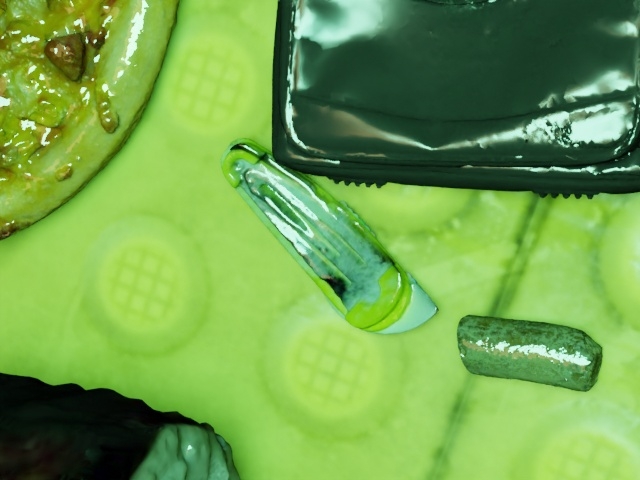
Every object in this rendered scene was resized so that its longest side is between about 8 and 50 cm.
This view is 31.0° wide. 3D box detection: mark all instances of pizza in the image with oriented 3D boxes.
[{"bbox_3d":[-0.241,-0.131,0.862,0.226,0.086,0.335,47,107,8],"label":"pizza"}]

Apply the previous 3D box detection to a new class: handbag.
[{"bbox_3d":[0.099,-0.153,0.755,0.275,0.088,0.244,4,91,19],"label":"handbag"}]

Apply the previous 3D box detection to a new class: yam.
[{"bbox_3d":[0.140,0.075,0.775,0.094,0.043,0.043,6,95,19],"label":"yam"}]

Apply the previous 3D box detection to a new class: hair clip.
[{"bbox_3d":[0.000,0.000,0.819,0.188,0.033,0.060,45,107,7],"label":"hair clip"}]

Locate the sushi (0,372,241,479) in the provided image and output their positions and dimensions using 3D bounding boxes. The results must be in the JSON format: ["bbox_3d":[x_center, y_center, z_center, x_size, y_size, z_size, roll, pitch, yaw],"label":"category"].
[{"bbox_3d":[-0.213,0.233,0.756,0.294,0.281,0.299,8,139,23],"label":"sushi"}]
